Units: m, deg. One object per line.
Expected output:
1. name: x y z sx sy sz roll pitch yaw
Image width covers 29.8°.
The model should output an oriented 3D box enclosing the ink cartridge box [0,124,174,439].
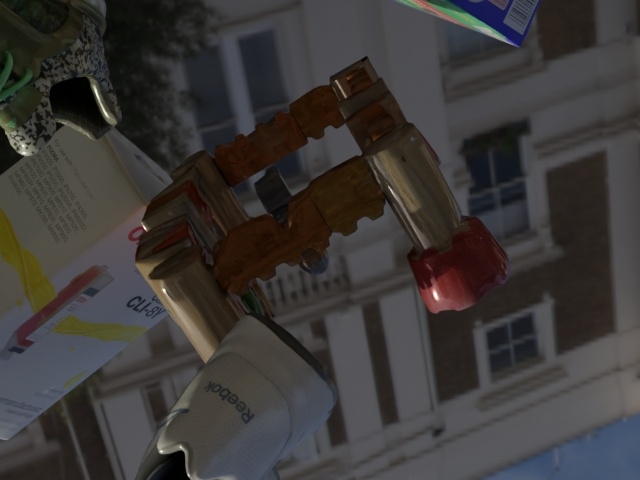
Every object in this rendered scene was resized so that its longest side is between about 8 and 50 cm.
1. ink cartridge box: -0.339 0.055 1.473 0.384 0.279 0.160 -38 -113 3

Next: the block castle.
1. block castle: 0.000 0.000 1.223 0.303 0.213 0.453 -30 -163 5

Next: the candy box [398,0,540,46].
1. candy box: 0.109 -0.394 1.627 0.317 0.122 0.268 31 -171 36

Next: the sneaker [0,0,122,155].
1. sneaker: -0.294 -0.166 1.056 0.158 0.182 0.410 -34 169 24

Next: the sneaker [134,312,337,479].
1. sneaker: -0.087 0.173 0.847 0.111 0.297 0.129 36 -129 19
